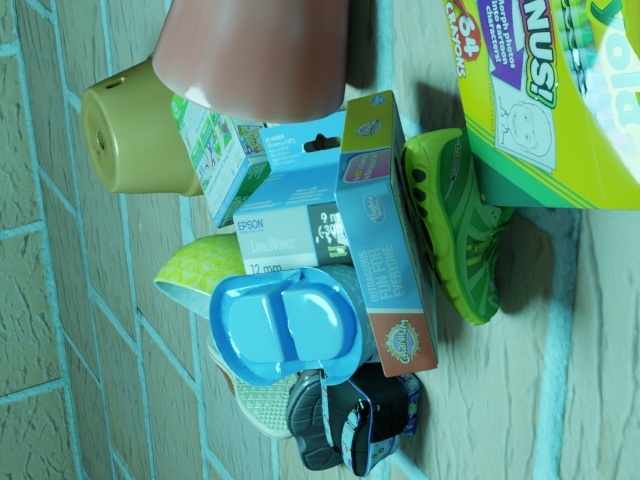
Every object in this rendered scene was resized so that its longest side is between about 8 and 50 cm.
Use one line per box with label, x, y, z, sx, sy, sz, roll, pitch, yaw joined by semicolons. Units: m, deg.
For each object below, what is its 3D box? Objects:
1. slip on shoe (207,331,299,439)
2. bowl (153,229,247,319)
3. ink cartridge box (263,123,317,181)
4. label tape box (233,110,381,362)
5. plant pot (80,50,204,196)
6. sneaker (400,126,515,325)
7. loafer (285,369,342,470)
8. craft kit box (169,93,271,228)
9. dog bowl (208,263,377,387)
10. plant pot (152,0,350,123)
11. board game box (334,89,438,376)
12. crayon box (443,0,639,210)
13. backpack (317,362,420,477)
slip on shoe;-0.111;0.267;2.312;0.331;0.123;0.101;43;158;53
bowl;-0.116;0.064;2.093;0.156;0.289;0.289;-64;21;-13
ink cartridge box;-0.080;-0.214;2.001;0.275;0.060;0.239;59;151;32
label tape box;0.000;0.000;1.806;0.249;0.115;0.348;-6;101;45
plant pot;-0.320;-0.207;2.350;0.291;0.203;0.291;42;140;49
sneaker;0.184;-0.011;1.492;0.109;0.123;0.295;-113;2;-49
loafer;-0.010;0.275;2.073;0.302;0.109;0.095;87;169;-53
craft kit box;-0.167;-0.181;2.077;0.247;0.061;0.250;65;155;14
dog bowl;-0.031;0.113;1.744;0.297;0.074;0.166;-8;98;45
plant pot;-0.077;-0.325;1.707;0.275;0.275;0.243;49;135;44
board game box;0.084;-0.019;1.526;0.316;0.064;0.242;-81;-23;-66
crayon box;0.249;-0.216;1.229;0.313;0.106;0.363;6;110;64
backpack;0.071;0.262;1.894;0.158;0.117;0.173;44;141;48
